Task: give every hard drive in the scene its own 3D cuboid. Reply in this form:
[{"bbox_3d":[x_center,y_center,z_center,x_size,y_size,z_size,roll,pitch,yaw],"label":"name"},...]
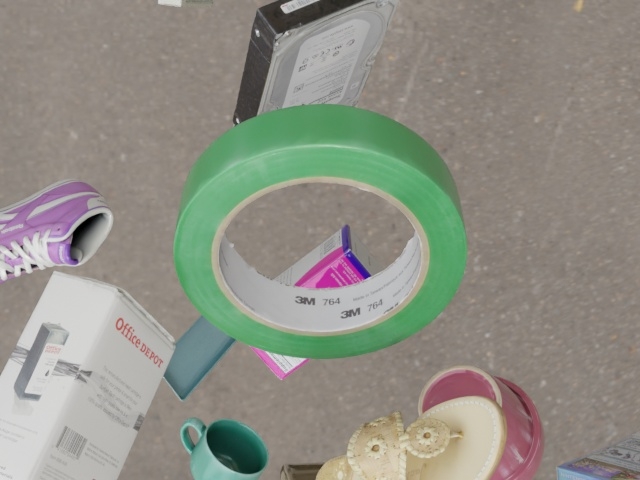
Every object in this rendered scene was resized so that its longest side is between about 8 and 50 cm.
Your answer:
[{"bbox_3d":[-0.012,-0.277,1.585,0.064,0.237,0.339,56,155,15],"label":"hard drive"}]

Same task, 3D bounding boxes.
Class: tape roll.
[{"bbox_3d":[0.000,0.000,1.125,0.321,0.321,0.077,-47,28,32],"label":"tape roll"}]

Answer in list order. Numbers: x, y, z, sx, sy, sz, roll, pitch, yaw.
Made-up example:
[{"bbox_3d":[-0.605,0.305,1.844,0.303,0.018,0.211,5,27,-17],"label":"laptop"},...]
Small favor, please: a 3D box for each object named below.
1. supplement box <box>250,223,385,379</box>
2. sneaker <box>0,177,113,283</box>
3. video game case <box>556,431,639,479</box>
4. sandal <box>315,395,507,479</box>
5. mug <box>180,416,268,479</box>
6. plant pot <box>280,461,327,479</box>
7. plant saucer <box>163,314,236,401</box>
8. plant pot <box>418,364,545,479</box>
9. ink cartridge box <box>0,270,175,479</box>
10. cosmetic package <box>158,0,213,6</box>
[{"bbox_3d":[-0.011,0.095,1.559,0.220,0.111,0.114,-36,107,13],"label":"supplement box"},{"bbox_3d":[-0.440,0.013,1.497,0.161,0.282,0.102,36,158,49],"label":"sneaker"},{"bbox_3d":[0.467,0.291,1.200,0.269,0.244,0.061,4,102,55],"label":"video game case"},{"bbox_3d":[0.048,0.193,0.852,0.240,0.079,0.088,-36,50,46],"label":"sandal"},{"bbox_3d":[-0.180,0.398,1.846,0.157,0.129,0.097,52,125,32],"label":"mug"},{"bbox_3d":[0.110,0.383,1.061,0.280,0.323,0.323,-5,95,-7],"label":"plant pot"},{"bbox_3d":[-0.155,0.135,1.391,0.018,0.192,0.067,-15,116,46],"label":"plant saucer"},{"bbox_3d":[0.237,0.286,1.564,0.201,0.180,0.201,-11,57,16],"label":"plant pot"},{"bbox_3d":[-0.253,0.163,1.036,0.092,0.158,0.218,15,68,22],"label":"ink cartridge box"},{"bbox_3d":[-0.210,-0.398,1.581,0.041,0.115,0.060,10,103,18],"label":"cosmetic package"}]
